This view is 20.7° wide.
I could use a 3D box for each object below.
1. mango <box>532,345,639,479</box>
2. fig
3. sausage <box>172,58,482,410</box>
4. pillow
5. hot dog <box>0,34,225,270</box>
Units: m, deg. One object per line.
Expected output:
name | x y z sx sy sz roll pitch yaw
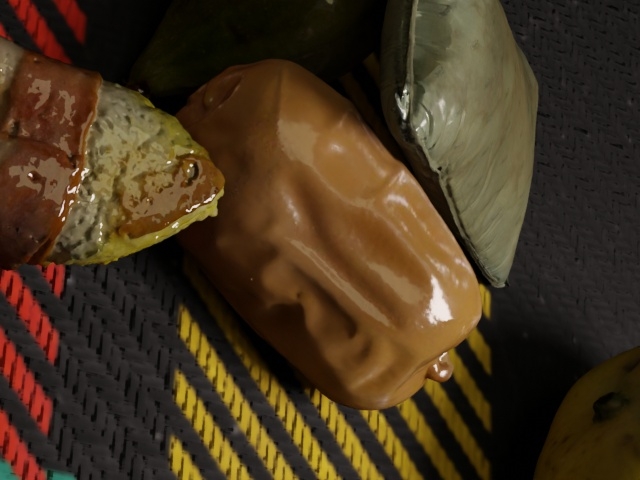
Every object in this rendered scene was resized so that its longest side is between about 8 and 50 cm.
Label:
mango | 0.253 0.248 1.187 0.253 0.182 0.365 -2 86 -44
fig | -0.045 -0.148 1.134 0.133 0.184 0.126 59 9 -5
sausage | 0.000 0.000 1.085 0.241 0.136 0.120 52 42 -19
pillow | 0.096 -0.100 1.156 0.302 0.074 0.185 51 41 -64
hot dog | -0.183 -0.053 0.974 0.261 0.093 0.123 26 66 -13
